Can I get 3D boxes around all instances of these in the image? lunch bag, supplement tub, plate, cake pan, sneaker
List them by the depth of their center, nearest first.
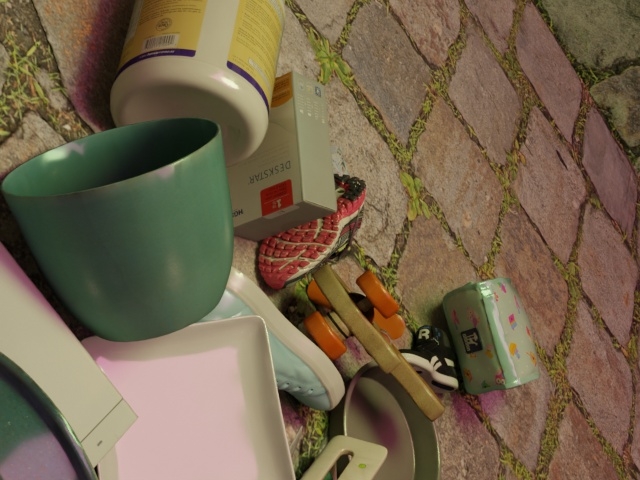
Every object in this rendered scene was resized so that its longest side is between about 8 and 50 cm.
[{"bbox_3d":[-0.187,0.256,1.605,0.277,0.045,0.277,-6,78,-24],"label":"plate"},{"bbox_3d":[-0.106,0.187,1.791,0.366,0.135,0.150,47,67,-34],"label":"sneaker"},{"bbox_3d":[-0.182,-0.303,1.792,0.241,0.241,0.331,38,46,-38],"label":"supplement tub"},{"bbox_3d":[0.000,0.000,2.013,0.299,0.121,0.112,-45,141,-45],"label":"sneaker"},{"bbox_3d":[0.113,0.360,2.039,0.293,0.054,0.293,28,53,-45],"label":"cake pan"},{"bbox_3d":[0.189,0.212,2.205,0.217,0.079,0.121,34,45,-52],"label":"sneaker"},{"bbox_3d":[0.342,0.189,2.288,0.262,0.160,0.223,28,47,-80],"label":"lunch bag"}]

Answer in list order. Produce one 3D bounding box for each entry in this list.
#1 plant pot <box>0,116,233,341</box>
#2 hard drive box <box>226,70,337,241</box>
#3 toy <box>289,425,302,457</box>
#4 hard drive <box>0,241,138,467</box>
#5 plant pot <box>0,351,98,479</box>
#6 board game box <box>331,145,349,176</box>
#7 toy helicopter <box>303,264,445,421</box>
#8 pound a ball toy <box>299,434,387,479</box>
[{"bbox_3d":[-0.249,-0.007,1.537,0.293,0.293,0.235,-43,126,-53],"label":"plant pot"},{"bbox_3d":[-0.076,-0.137,1.910,0.089,0.181,0.232,18,60,-49],"label":"hard drive box"},{"bbox_3d":[-0.104,0.387,1.700,0.056,0.136,0.237,22,42,8],"label":"toy"},{"bbox_3d":[-0.378,0.128,1.372,0.353,0.047,0.233,52,19,-4],"label":"hard drive"},{"bbox_3d":[-0.435,0.308,1.099,0.334,0.341,0.341,-33,101,-47],"label":"plant pot"},{"bbox_3d":[0.019,-0.135,2.179,0.090,0.020,0.090,-2,75,-55],"label":"board game box"},{"bbox_3d":[0.097,0.177,1.969,0.355,0.140,0.235,51,1,-25],"label":"toy helicopter"},{"bbox_3d":[-0.011,0.473,1.778,0.319,0.136,0.208,-44,138,-55],"label":"pound a ball toy"}]
